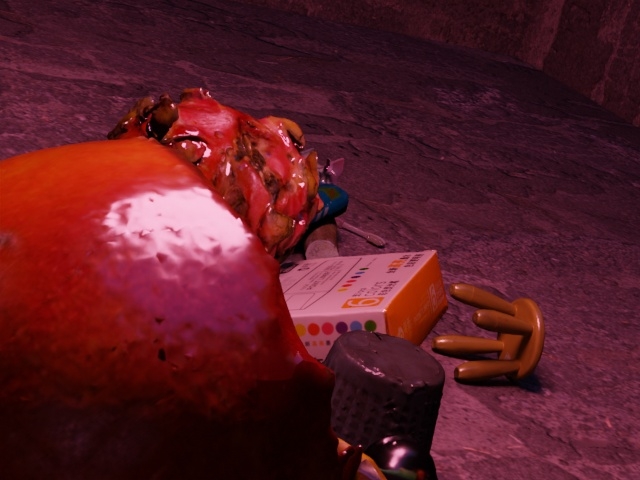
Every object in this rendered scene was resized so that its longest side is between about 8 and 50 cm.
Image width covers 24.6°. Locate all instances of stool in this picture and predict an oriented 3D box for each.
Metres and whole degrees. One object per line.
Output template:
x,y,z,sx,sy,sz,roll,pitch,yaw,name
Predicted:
0.223,0.125,1.935,0.110,0.134,0.135,8,67,-24,stool

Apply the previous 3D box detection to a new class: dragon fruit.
-0.136,-0.066,1.834,0.291,0.269,0.250,-21,10,-26,dragon fruit

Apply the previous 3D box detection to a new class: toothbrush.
0.017,-0.033,2.316,0.194,0.014,0.017,26,21,19,toothbrush

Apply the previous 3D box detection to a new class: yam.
0.000,0.000,2.153,0.054,0.054,0.132,16,19,-8,yam

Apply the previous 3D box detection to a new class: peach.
-0.166,0.115,1.002,0.310,0.335,0.406,-30,36,-17,peach

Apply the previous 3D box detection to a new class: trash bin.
0.048,0.185,1.523,0.175,0.161,0.175,16,18,-5,trash bin

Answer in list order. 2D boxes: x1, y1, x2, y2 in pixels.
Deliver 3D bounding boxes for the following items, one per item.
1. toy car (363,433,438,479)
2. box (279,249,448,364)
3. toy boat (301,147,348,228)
-0.020,0.261,1.231,0.358,0.176,0.213,20,25,-29,toy car
0.017,0.091,1.731,0.220,0.091,0.274,-6,12,17,box
-0.081,-0.063,2.109,0.134,0.092,0.299,18,24,30,toy boat
